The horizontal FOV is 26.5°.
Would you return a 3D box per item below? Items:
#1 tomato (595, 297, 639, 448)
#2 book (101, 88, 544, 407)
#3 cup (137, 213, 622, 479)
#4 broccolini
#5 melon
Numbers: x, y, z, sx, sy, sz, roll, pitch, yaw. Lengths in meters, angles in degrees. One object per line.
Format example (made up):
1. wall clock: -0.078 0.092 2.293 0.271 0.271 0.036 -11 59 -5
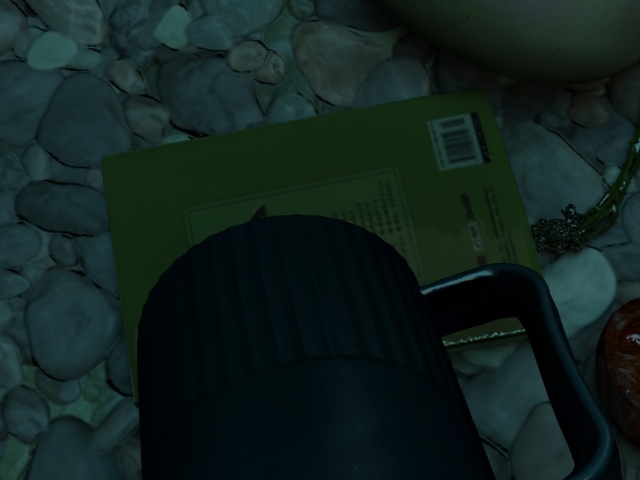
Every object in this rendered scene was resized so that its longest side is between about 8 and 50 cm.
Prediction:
1. tomato: 0.287 0.121 1.073 0.139 0.091 0.159 -6 41 -10
2. book: 0.000 0.000 1.158 0.352 0.035 0.239 -11 67 -2
3. cup: 0.014 0.134 0.931 0.308 0.242 0.292 -42 35 20
4. broccolini: 0.250 -0.055 1.177 0.052 0.054 0.194 46 67 -14
5. melon: 0.159 -0.260 1.154 0.317 0.223 0.223 29 72 13
